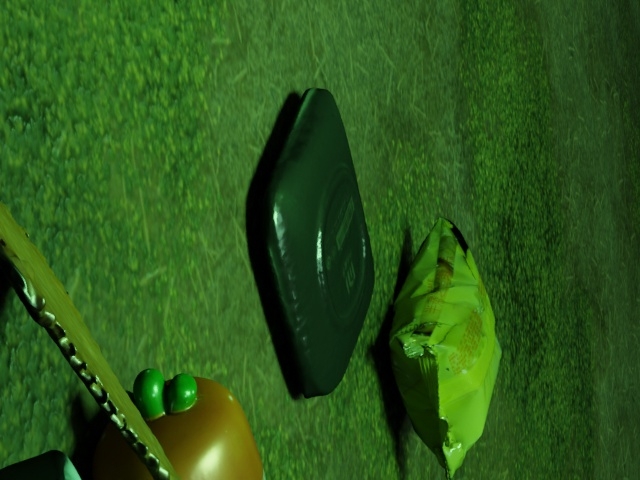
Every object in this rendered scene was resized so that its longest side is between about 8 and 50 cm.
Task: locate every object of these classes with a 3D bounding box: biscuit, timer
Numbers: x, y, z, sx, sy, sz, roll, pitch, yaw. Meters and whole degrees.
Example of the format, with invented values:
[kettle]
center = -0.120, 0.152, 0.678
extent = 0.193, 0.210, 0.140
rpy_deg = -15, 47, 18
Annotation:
[biscuit]
center = -0.146, 0.010, 0.939
extent = 0.237, 0.013, 0.232
rpy_deg = 51, -7, 40
[timer]
center = -0.092, 0.134, 1.162
extent = 0.136, 0.099, 0.136
rpy_deg = -18, 90, -77

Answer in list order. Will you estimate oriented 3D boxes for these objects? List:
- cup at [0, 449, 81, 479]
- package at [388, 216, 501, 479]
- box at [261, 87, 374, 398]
[cup]
center = -0.075, 0.282, 0.911
extent = 0.331, 0.257, 0.311
rpy_deg = -69, 148, -47
[package]
center = 0.117, 0.099, 1.808
extent = 0.226, 0.090, 0.168
rpy_deg = -70, 147, -57
[box]
center = 0.000, 0.000, 1.552
extent = 0.212, 0.042, 0.201
rpy_deg = -67, 149, -54
